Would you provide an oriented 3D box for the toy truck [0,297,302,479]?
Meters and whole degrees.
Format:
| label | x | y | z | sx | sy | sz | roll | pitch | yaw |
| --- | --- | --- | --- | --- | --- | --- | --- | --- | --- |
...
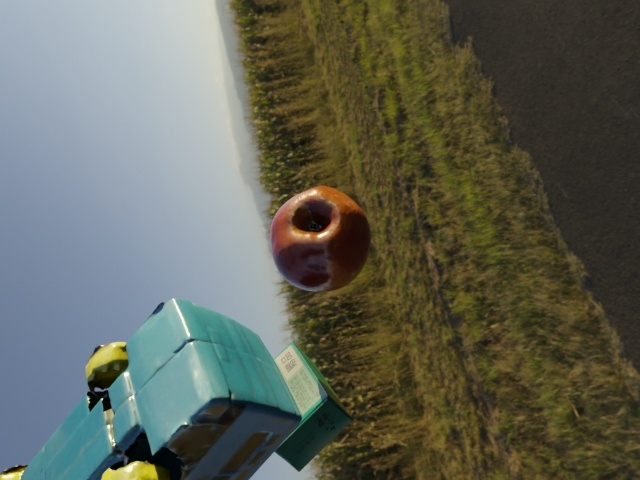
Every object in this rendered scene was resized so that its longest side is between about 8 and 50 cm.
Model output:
| label | x | y | z | sx | sy | sz | roll | pitch | yaw |
| --- | --- | --- | --- | --- | --- | --- | --- | --- | --- |
| toy truck | -0.199 | 0.247 | 0.438 | 0.162 | 0.385 | 0.161 | 33 | -170 | -45 |

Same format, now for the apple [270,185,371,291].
| label | x | y | z | sx | sy | sz | roll | pitch | yaw |
| --- | --- | --- | --- | --- | --- | --- | --- | --- | --- |
| apple | 0.000 | 0.000 | 0.936 | 0.201 | 0.218 | 0.219 | 62 | -167 | -65 |

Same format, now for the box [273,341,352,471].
| label | x | y | z | sx | sy | sz | roll | pitch | yaw |
| --- | --- | --- | --- | --- | --- | --- | --- | --- | --- |
| box | -0.055 | 0.351 | 0.967 | 0.092 | 0.153 | 0.245 | 51 | 174 | -25 |
